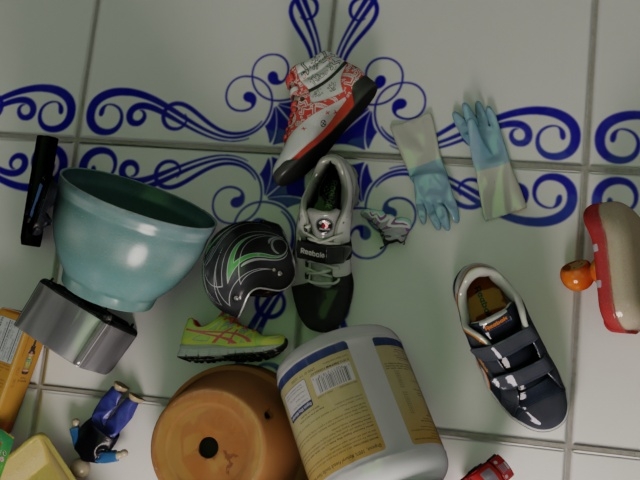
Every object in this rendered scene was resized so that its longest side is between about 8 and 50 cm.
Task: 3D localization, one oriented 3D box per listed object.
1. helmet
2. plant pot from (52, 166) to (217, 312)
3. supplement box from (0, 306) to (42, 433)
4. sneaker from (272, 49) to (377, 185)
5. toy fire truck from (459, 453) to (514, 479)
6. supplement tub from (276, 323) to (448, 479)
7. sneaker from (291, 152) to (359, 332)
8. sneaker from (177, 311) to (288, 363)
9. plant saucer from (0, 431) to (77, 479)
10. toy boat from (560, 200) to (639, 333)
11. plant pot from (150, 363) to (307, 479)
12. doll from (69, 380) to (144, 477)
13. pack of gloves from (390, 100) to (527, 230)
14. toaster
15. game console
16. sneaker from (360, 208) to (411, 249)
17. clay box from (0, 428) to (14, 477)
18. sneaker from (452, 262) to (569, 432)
[{"bbox_3d":[-0.137,0.051,1.664,0.162,0.169,0.169,-14,77,-14],"label":"helmet"},{"bbox_3d":[-0.359,0.010,1.667,0.293,0.293,0.196,24,100,13],"label":"plant pot"},{"bbox_3d":[-0.604,0.249,1.760,0.080,0.078,0.233,18,83,16],"label":"supplement box"},{"bbox_3d":[-0.031,-0.238,1.740,0.145,0.090,0.270,41,86,15],"label":"sneaker"},{"bbox_3d":[0.236,0.434,1.544,0.135,0.192,0.047,-33,75,-26],"label":"toy fire truck"},{"bbox_3d":[0.074,0.323,1.516,0.228,0.228,0.316,-23,62,5],"label":"supplement tub"},{"bbox_3d":[0.000,0.000,1.664,0.123,0.146,0.330,2,82,9],"label":"sneaker"},{"bbox_3d":[-0.163,0.175,1.694,0.209,0.081,0.094,-1,72,7],"label":"sneaker"},{"bbox_3d":[-0.534,0.581,1.685,0.333,0.081,0.333,-39,76,1],"label":"plant saucer"},{"bbox_3d":[0.487,0.050,1.584,0.151,0.151,0.231,-11,76,38],"label":"toy boat"},{"bbox_3d":[-0.168,0.355,1.598,0.291,0.203,0.290,-2,79,10],"label":"plant pot"},{"bbox_3d":[-0.408,0.364,1.719,0.129,0.046,0.189,33,87,15],"label":"doll"},{"bbox_3d":[0.252,-0.142,1.694,0.195,0.046,0.232,-17,77,6],"label":"pack of gloves"},{"bbox_3d":[-0.450,0.158,1.694,0.168,0.185,0.110,29,82,13],"label":"toaster"},{"bbox_3d":[-0.515,-0.089,1.682,0.044,0.361,0.213,9,93,-20],"label":"game console"},{"bbox_3d":[0.114,-0.018,1.698,0.098,0.038,0.069,15,82,13],"label":"sneaker"},{"bbox_3d":[-0.678,0.432,1.694,0.222,0.053,0.127,-20,41,25],"label":"clay box"},{"bbox_3d":[0.322,0.186,1.582,0.126,0.127,0.321,-30,78,2],"label":"sneaker"}]
